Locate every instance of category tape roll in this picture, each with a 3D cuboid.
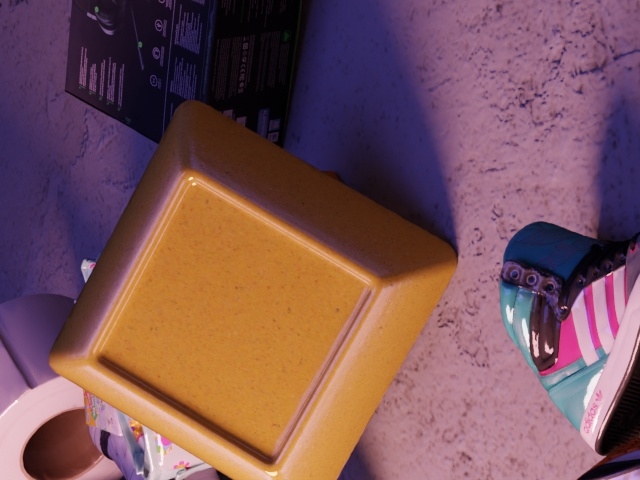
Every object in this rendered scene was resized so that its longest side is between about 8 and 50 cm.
[{"bbox_3d":[-0.362,0.215,2.335,0.169,0.246,0.246,50,131,41],"label":"tape roll"}]

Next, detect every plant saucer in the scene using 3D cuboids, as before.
[{"bbox_3d":[-0.081,0.077,1.816,0.332,0.081,0.333,30,101,6],"label":"plant saucer"}]

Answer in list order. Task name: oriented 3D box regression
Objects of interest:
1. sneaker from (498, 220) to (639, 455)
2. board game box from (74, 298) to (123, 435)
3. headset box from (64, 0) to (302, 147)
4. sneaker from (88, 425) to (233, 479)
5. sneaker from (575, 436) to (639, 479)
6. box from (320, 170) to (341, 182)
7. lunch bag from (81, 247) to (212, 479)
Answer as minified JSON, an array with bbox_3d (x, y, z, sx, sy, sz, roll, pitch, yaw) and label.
[{"bbox_3d":[0.249,0.021,1.540,0.178,0.123,0.296,44,128,34],"label":"sneaker"},{"bbox_3d":[-0.254,0.148,2.125,0.103,0.026,0.154,4,101,60],"label":"board game box"},{"bbox_3d":[-0.168,-0.253,2.062,0.283,0.131,0.246,28,121,40],"label":"headset box"},{"bbox_3d":[-0.166,0.179,2.148,0.210,0.137,0.366,53,137,38],"label":"sneaker"},{"bbox_3d":[0.337,0.214,1.461,0.262,0.099,0.121,-19,100,49],"label":"sneaker"},{"bbox_3d":[0.000,0.000,1.981,0.081,0.028,0.136,56,137,38],"label":"box"},{"bbox_3d":[-0.124,0.120,1.980,0.160,0.223,0.262,158,98,-68],"label":"lunch bag"}]
